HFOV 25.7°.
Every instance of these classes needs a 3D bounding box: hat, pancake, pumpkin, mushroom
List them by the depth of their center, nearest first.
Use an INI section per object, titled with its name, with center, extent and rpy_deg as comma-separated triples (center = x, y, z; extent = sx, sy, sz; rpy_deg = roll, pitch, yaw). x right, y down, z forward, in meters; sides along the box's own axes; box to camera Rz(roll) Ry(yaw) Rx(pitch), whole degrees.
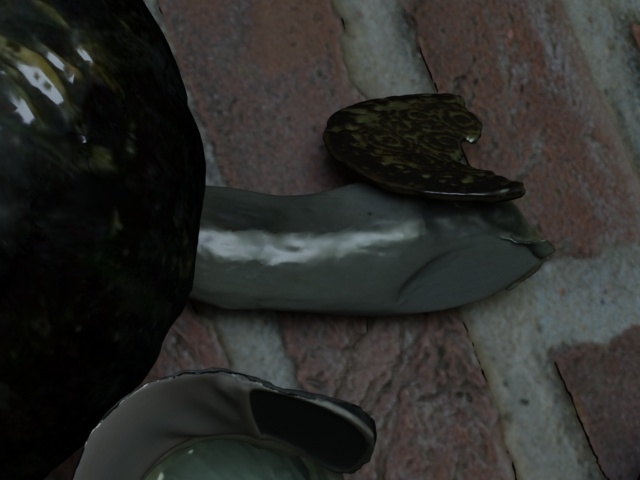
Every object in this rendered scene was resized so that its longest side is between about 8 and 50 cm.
[pumpkin]
center = -0.297, -0.025, 0.860
extent = 0.454, 0.344, 0.455
rpy_deg = -1, 61, 2
[hat]
center = -0.086, 0.172, 0.890
extent = 0.161, 0.275, 0.232
rpy_deg = 34, 74, 28
[mushroom]
center = -0.001, 0.002, 1.064
extent = 0.351, 0.097, 0.109
rpy_deg = -1, 69, -12
[pancake]
center = 0.091, -0.076, 1.095
extent = 0.184, 0.020, 0.190
rpy_deg = 15, 31, 24

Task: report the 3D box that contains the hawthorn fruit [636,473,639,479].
[hawthorn fruit]
center = 0.327, 0.208, 0.992
extent = 0.208, 0.248, 0.208
rpy_deg = 2, 74, -8
